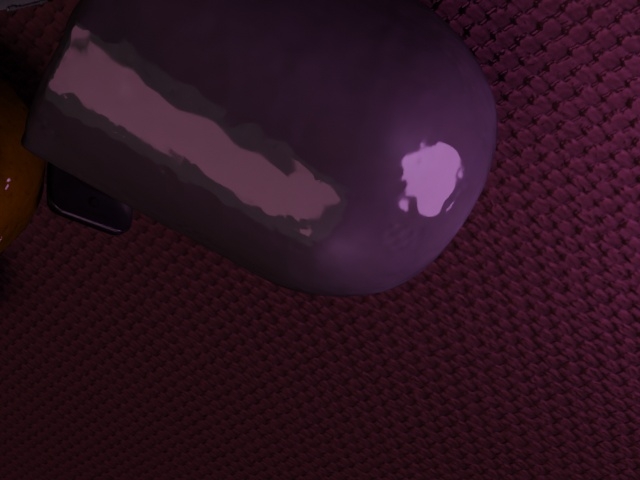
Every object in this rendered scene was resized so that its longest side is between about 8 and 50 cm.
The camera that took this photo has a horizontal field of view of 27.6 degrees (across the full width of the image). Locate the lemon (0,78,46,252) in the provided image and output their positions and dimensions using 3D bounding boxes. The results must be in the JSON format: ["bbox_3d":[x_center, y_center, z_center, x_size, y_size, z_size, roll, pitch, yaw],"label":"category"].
[{"bbox_3d":[-0.472,-0.091,1.583,0.293,0.293,0.293,18,143,14],"label":"lemon"}]

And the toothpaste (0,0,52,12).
[{"bbox_3d":[-0.392,-0.291,1.442,0.313,0.089,0.071,-3,127,36],"label":"toothpaste"}]

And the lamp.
[{"bbox_3d":[-0.184,-0.095,1.552,0.203,0.124,0.283,24,146,-30],"label":"lamp"}]

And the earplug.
[{"bbox_3d":[-0.034,-0.124,1.234,0.394,0.312,0.312,30,144,-7],"label":"earplug"}]
